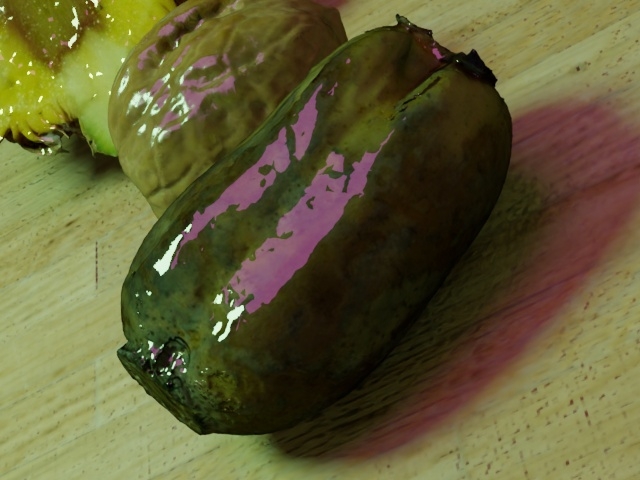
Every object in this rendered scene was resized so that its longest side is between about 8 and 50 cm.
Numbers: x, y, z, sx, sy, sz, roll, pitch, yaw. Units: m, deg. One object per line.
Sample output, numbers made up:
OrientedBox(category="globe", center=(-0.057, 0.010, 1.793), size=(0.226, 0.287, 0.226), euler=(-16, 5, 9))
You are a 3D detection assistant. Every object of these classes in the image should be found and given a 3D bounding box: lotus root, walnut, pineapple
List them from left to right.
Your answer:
OrientedBox(category="pineapple", center=(-0.170, -0.167, 1.204), size=(0.344, 0.286, 0.209), euler=(-37, -6, 16))
OrientedBox(category="walnut", center=(-0.055, -0.093, 1.014), size=(0.184, 0.155, 0.155), euler=(-41, 39, -1))
OrientedBox(category="lotus root", center=(0.000, 0.000, 0.884), size=(0.275, 0.152, 0.160), euler=(-46, -5, -5))
